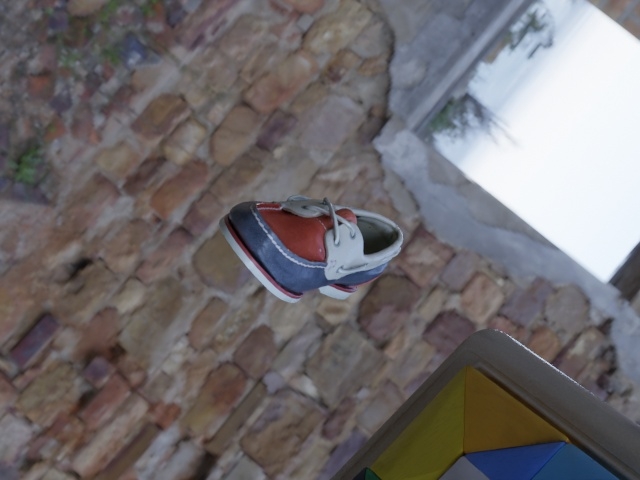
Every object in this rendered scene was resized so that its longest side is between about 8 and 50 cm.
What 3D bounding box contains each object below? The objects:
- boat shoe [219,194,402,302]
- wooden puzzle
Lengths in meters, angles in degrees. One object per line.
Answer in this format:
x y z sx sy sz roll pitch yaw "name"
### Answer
0.000 0.000 0.422 0.043 0.049 0.137 -36 161 15 "boat shoe"
0.098 0.177 0.604 0.238 0.044 0.221 -41 -143 -10 "wooden puzzle"
